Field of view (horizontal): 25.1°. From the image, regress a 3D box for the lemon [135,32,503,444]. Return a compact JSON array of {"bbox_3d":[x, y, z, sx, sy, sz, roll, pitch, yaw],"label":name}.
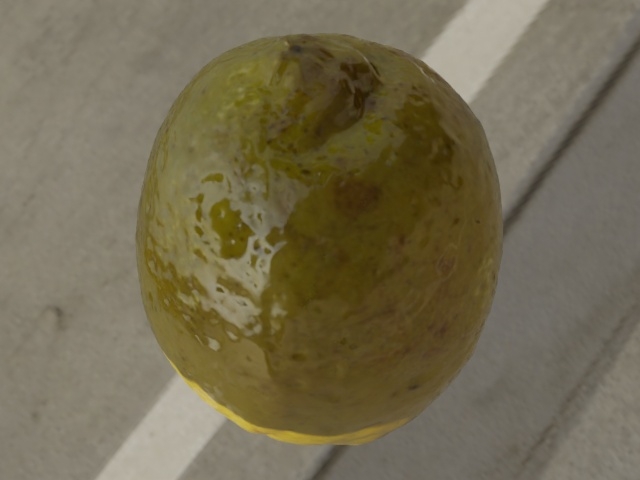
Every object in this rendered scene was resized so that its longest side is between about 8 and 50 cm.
[{"bbox_3d":[0.000,0.000,0.660,0.170,0.207,0.170,7,40,-6],"label":"lemon"}]
